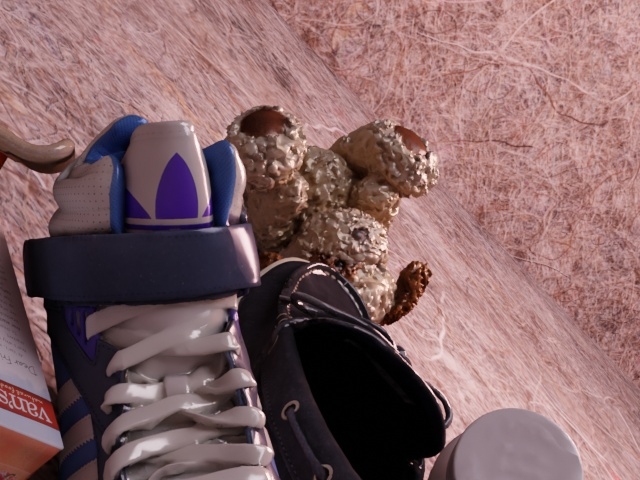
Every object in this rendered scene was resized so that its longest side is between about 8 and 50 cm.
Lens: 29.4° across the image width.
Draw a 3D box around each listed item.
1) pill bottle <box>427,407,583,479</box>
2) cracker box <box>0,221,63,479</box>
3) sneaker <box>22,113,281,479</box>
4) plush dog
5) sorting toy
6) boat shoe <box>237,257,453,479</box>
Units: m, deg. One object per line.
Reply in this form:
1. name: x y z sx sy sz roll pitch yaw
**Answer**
1. pill bottle: 0.142 0.224 1.010 0.121 0.121 0.221 55 -18 22
2. cracker box: -0.239 0.022 0.658 0.155 0.067 0.232 36 18 -45
3. sneaker: -0.087 0.061 0.655 0.323 0.130 0.236 -121 -150 -58
4. plush dog: 0.000 0.000 1.326 0.262 0.210 0.225 4 55 -32
5. sorting toy: -0.254 -0.087 0.756 0.208 0.038 0.193 27 -4 -11
6. boat shoe: 0.014 0.133 0.937 0.187 0.156 0.500 44 17 -13
